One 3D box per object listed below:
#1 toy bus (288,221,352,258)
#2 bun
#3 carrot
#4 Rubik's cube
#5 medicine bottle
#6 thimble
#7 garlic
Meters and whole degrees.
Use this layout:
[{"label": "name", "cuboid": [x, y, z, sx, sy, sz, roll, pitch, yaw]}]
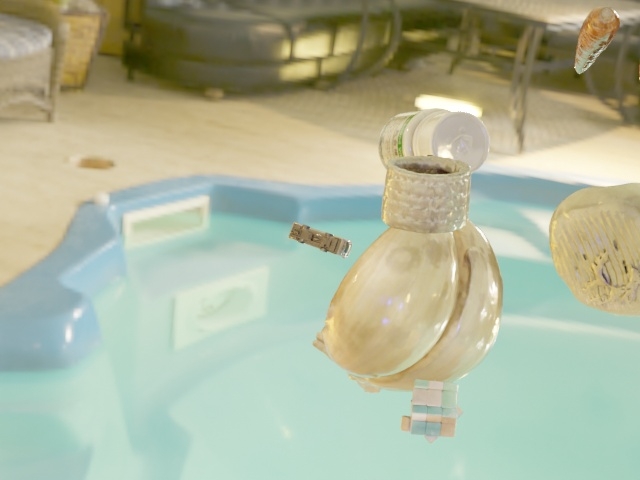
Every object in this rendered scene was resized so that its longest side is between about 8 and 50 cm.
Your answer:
[{"label": "toy bus", "cuboid": [0.000, 0.000, 2.065, 0.131, 0.037, 0.052, 19, -2, 40]}, {"label": "bun", "cuboid": [0.563, 0.015, 2.105, 0.273, 0.272, 0.168, 20, 32, 29]}, {"label": "carrot", "cuboid": [0.379, -0.272, 1.576, 0.048, 0.048, 0.216, 10, -11, 5]}, {"label": "Rubik's cube", "cuboid": [0.152, 0.231, 1.512, 0.075, 0.073, 0.084, 15, 42, 17]}, {"label": "medicine bottle", "cuboid": [0.206, -0.172, 2.049, 0.139, 0.139, 0.237, 1, 4, -19]}, {"label": "thimble", "cuboid": [0.142, -0.060, 1.503, 0.115, 0.090, 0.102, 8, 20, 14]}, {"label": "garlic", "cuboid": [0.141, 0.091, 1.693, 0.286, 0.313, 0.249, 42, -2, -24]}]
